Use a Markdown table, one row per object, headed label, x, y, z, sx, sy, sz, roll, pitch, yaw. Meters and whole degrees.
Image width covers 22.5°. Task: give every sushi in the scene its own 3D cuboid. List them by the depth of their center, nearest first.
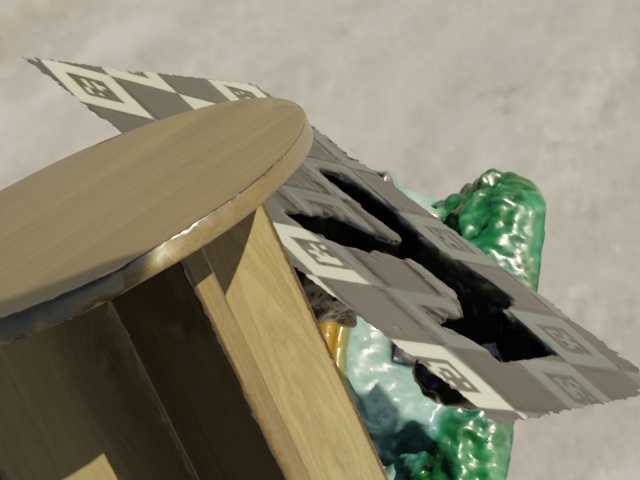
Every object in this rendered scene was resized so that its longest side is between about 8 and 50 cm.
| label | x | y | z | sx | sy | sz | roll | pitch | yaw |
| --- | --- | --- | --- | --- | --- | --- | --- | --- | --- |
| sushi | 0.008 | 0.010 | 0.733 | 0.279 | 0.192 | 0.043 | 37 | 109 | 25 |

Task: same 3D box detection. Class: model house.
| label | x | y | z | sx | sy | sz | roll | pitch | yaw |
| --- | --- | --- | --- | --- | --- | --- | --- | --- | --- |
| model house | -0.016 | 0.059 | 1.117 | 0.230 | 0.248 | 0.281 | -34 | 40 | 59 |

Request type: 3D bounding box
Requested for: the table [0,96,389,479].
| label | x | y | z | sx | sy | sz | roll | pitch | yaw |
| --- | --- | --- | --- | --- | --- | --- | --- | --- | --- |
| table | -0.039 | 0.087 | 0.568 | 0.167 | 0.227 | 0.167 | -21 | 19 | 8 |
